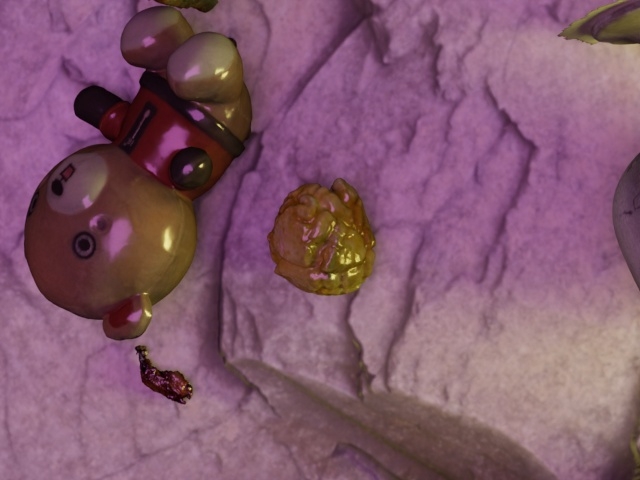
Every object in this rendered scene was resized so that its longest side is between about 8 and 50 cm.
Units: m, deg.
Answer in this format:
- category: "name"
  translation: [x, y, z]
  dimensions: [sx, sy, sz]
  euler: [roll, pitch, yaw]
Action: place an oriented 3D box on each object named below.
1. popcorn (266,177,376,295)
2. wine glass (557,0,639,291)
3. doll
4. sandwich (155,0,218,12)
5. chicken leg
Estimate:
- category: "popcorn"
  translation: [0.000, 0.000, 1.468]
  dimensions: [0.106, 0.116, 0.120]
  euler: [-15, 134, 38]
- category: "wine glass"
  translation: [0.375, -0.071, 1.339]
  dimensions: [0.238, 0.238, 0.323]
  euler: [-12, 81, 10]
- category: "doll"
  translation: [-0.182, -0.071, 1.465]
  dimensions: [0.235, 0.174, 0.330]
  euler: [36, 96, 37]
- category: "sandwich"
  translation: [-0.083, -0.379, 1.384]
  dimensions: [0.131, 0.262, 0.325]
  euler: [38, 98, 1]
- category: "chicken leg"
  translation: [-0.174, 0.149, 1.538]
  dimensions: [0.083, 0.021, 0.036]
  euler: [36, 107, 11]
